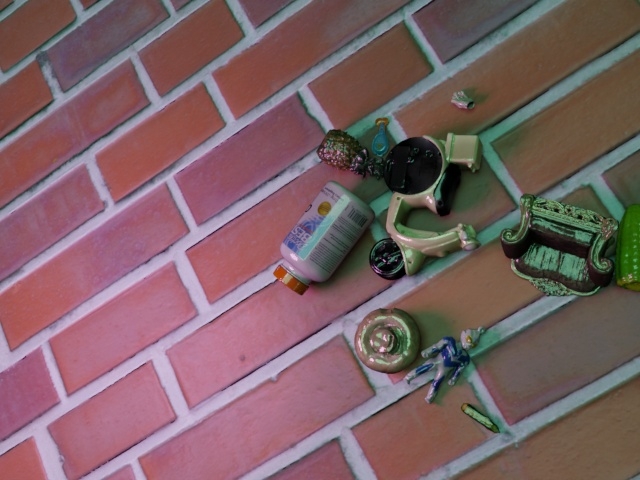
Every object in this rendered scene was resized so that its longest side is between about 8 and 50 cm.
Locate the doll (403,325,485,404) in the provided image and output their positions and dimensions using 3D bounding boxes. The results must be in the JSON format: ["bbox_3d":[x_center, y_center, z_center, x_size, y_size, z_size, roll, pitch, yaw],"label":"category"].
[{"bbox_3d":[0.309,0.284,1.870,0.114,0.057,0.227,44,89,-6],"label":"doll"}]

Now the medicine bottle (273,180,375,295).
[{"bbox_3d":[0.000,0.000,1.996,0.157,0.157,0.289,37,91,23],"label":"medicine bottle"}]

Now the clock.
[{"bbox_3d":[0.273,-0.084,1.949,0.276,0.120,0.379,1,77,24],"label":"clock"}]

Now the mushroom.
[{"bbox_3d":[0.164,0.243,1.900,0.166,0.127,0.166,-4,72,13],"label":"mushroom"}]

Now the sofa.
[{"bbox_3d":[0.548,0.026,1.782,0.258,0.200,0.182,19,82,20],"label":"sofa"}]

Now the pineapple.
[{"bbox_3d":[0.092,-0.222,2.059,0.197,0.108,0.108,26,87,10],"label":"pineapple"}]

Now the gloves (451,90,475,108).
[{"bbox_3d":[0.372,-0.361,2.019,0.044,0.037,0.081,-17,50,-23],"label":"gloves"}]

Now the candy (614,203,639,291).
[{"bbox_3d":[0.727,0.014,1.782,0.096,0.097,0.210,0,71,19],"label":"candy"}]

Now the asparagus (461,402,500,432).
[{"bbox_3d":[0.381,0.422,1.839,0.108,0.021,0.025,34,89,23],"label":"asparagus"}]

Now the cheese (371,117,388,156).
[{"bbox_3d":[0.162,-0.279,2.084,0.047,0.017,0.111,2,78,16],"label":"cheese"}]
